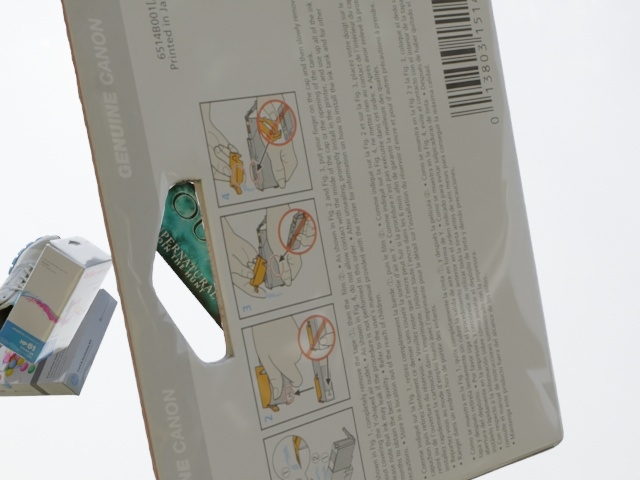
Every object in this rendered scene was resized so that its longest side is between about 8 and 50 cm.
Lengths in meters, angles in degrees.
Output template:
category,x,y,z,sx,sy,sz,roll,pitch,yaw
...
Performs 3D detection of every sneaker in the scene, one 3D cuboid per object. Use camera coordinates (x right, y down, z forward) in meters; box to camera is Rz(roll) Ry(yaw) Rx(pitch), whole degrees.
category,x,y,z,sx,sy,sz,roll,pitch,yaw
sneaker,-0.384,0.072,1.300,0.071,0.191,0.083,39,-21,-18

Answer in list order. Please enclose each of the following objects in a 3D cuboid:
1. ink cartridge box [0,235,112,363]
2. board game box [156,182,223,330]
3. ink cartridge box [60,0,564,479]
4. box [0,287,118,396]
category,x,y,z,sx,sy,sz,roll,pitch,yaw
ink cartridge box,-0.281,0.061,1.082,0.052,0.088,0.122,30,-80,5
board game box,-0.125,-0.004,1.155,0.126,0.026,0.186,-39,-88,24
ink cartridge box,0.000,0.000,0.546,0.066,0.261,0.296,-5,-84,58
box,-0.371,0.136,1.334,0.186,0.145,0.038,-6,-40,31
